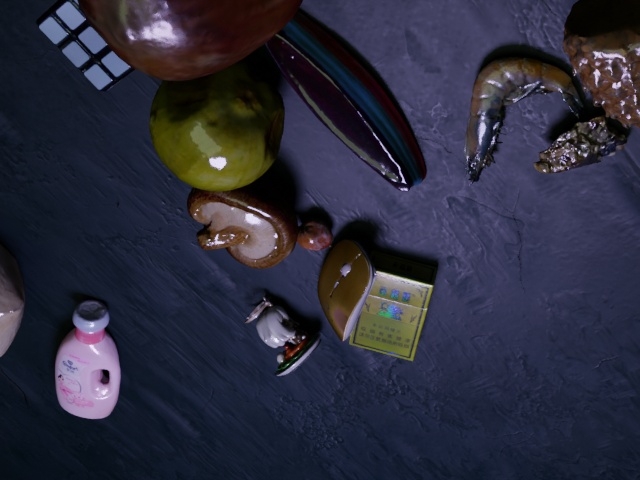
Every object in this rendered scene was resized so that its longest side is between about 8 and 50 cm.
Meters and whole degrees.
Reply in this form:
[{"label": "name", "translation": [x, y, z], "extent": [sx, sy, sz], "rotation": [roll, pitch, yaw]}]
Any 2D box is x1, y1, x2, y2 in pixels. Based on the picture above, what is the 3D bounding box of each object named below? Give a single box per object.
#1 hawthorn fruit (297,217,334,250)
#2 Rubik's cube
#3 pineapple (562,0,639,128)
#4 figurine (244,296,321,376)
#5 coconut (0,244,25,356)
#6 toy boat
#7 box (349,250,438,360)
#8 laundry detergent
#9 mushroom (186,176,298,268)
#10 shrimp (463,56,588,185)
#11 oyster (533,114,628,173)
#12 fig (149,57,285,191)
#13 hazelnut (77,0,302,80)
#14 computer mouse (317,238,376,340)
[{"label": "hawthorn fruit", "translation": [0.000, 0.000, 1.843], "extent": [0.067, 0.066, 0.103], "rotation": [-32, 119, 34]}, {"label": "Rubik's cube", "translation": [-0.342, -0.376, 1.575], "extent": [0.163, 0.162, 0.160], "rotation": [-25, 117, 39]}, {"label": "pineapple", "translation": [0.512, -0.225, 1.434], "extent": [0.202, 0.202, 0.362], "rotation": [-18, 127, 28]}, {"label": "figurine", "translation": [-0.093, 0.196, 1.999], "extent": [0.153, 0.132, 0.132], "rotation": [47, 126, -5]}, {"label": "coconut", "translation": [-0.777, 0.135, 2.046], "extent": [0.329, 0.328, 0.328], "rotation": [8, 129, 10]}, {"label": "toy boat", "translation": [0.050, -0.229, 1.645], "extent": [0.136, 0.079, 0.392], "rotation": [-32, 110, 36]}, {"label": "box", "translation": [0.145, 0.134, 1.902], "extent": [0.141, 0.064, 0.220], "rotation": [14, 132, 7]}, {"label": "laundry detergent", "translation": [-0.543, 0.281, 2.209], "extent": [0.159, 0.088, 0.335], "rotation": [15, 130, -1]}, {"label": "mushroom", "translation": [-0.140, -0.051, 1.805], "extent": [0.194, 0.138, 0.231], "rotation": [-19, 129, 21]}, {"label": "shrimp", "translation": [0.344, -0.186, 1.600], "extent": [0.198, 0.051, 0.262], "rotation": [13, 127, 6]}, {"label": "oyster", "translation": [0.432, -0.149, 1.582], "extent": [0.148, 0.051, 0.103], "rotation": [-26, 139, 32]}, {"label": "fig", "translation": [-0.190, -0.191, 1.637], "extent": [0.239, 0.239, 0.271], "rotation": [36, 143, -12]}, {"label": "hazelnut", "translation": [-0.202, -0.434, 1.347], "extent": [0.353, 0.421, 0.420], "rotation": [23, 132, 20]}, {"label": "computer mouse", "translation": [0.045, 0.102, 1.866], "extent": [0.056, 0.126, 0.245], "rotation": [-14, 147, -27]}]
